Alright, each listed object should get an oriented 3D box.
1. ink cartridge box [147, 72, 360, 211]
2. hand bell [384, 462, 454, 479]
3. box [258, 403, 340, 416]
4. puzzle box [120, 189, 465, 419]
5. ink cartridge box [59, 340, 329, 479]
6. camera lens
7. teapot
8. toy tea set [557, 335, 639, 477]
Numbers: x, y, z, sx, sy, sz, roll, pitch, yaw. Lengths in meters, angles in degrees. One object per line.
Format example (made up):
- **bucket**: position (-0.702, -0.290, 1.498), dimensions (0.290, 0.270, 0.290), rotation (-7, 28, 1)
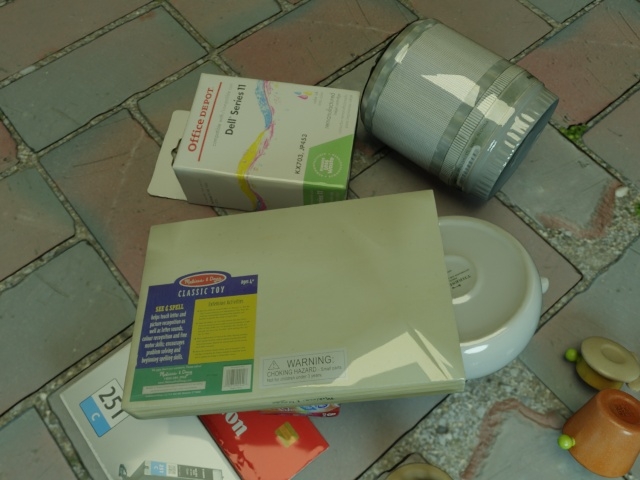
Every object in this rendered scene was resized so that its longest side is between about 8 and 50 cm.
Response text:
- **ink cartridge box**: position (-0.120, -0.165, 0.998), dimensions (0.354, 0.119, 0.207), rotation (7, 65, 4)
- **hand bell**: position (0.141, 0.322, 0.690), dimensions (0.126, 0.242, 0.126), rotation (0, 64, -1)
- **box**: position (-0.026, 0.113, 0.842), dimensions (0.123, 0.128, 0.256), rotation (2, 56, -1)
- **puzzle box**: position (-0.040, 0.077, 0.748), dimensions (0.409, 0.052, 0.272), rotation (-6, 56, 8)
- **ink cartridge box**: position (-0.177, 0.257, 0.820), dimensions (0.261, 0.066, 0.296), rotation (-36, 69, -16)
- **camera lens**: position (0.222, -0.222, 0.972), dimensions (0.274, 0.219, 0.219), rotation (37, 69, 16)
- **teapot**: position (0.187, 0.104, 0.832), dimensions (0.256, 0.187, 0.252), rotation (9, 56, 20)
- **toy tea set**: position (0.492, 0.283, 0.806), dimensions (0.336, 0.124, 0.200), rotation (25, 37, 15)
